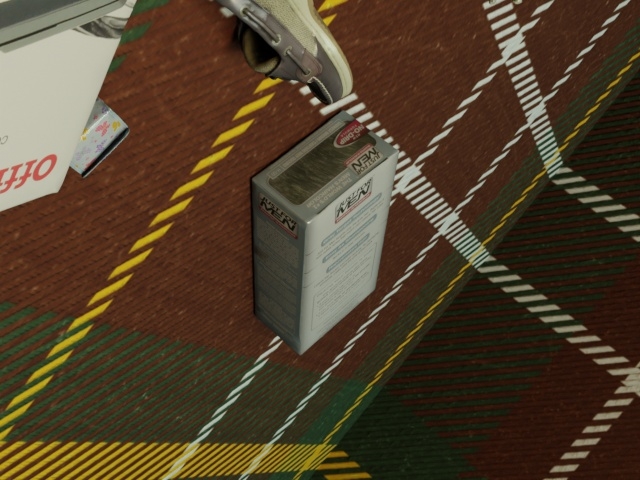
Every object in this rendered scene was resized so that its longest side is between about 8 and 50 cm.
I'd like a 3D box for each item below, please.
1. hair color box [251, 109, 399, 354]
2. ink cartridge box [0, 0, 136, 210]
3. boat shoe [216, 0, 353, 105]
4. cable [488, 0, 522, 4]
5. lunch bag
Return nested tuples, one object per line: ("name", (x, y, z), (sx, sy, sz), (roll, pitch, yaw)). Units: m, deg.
("hair color box", (0.000, 0.000, 1.478), (0.185, 0.113, 0.374), (-40, 156, -26))
("ink cartridge box", (-0.237, -0.196, 0.582), (0.395, 0.166, 0.285), (-61, 168, 25))
("boat shoe", (-0.046, -0.224, 1.061), (0.092, 0.103, 0.285), (-44, 154, -2))
("cable", (0.210, -0.445, 1.215), (0.072, 0.139, 0.287), (-20, 123, -55))
("lunch bag", (-0.228, -0.103, 0.957), (0.071, 0.053, 0.083), (-46, 167, -6))
